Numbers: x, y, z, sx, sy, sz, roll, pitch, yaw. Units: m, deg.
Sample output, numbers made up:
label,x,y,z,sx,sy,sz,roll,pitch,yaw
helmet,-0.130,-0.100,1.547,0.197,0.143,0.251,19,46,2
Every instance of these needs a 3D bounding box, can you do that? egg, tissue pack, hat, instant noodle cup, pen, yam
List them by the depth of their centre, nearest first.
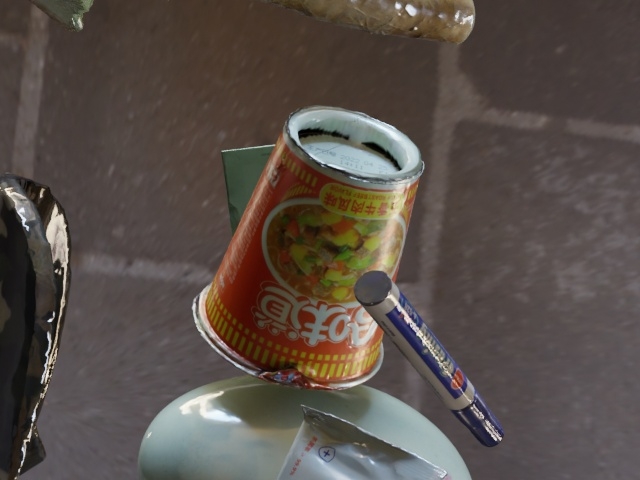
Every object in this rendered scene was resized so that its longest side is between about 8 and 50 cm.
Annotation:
label,x,y,z,sx,sy,sz,roll,pitch,yaw
pen,0.074,0.080,1.132,0.025,0.204,0.025,-16,52,21
tissue pack,-0.002,0.220,1.211,0.122,0.026,0.193,24,89,37
hat,-0.337,0.141,1.595,0.257,0.366,0.382,-9,97,-5
instant noodle cup,0.000,0.000,1.615,0.193,0.193,0.212,15,119,-7
yam,0.021,-0.228,1.625,0.299,0.066,0.066,9,83,-36
egg,-0.010,0.244,1.709,0.371,0.230,0.230,19,81,-35

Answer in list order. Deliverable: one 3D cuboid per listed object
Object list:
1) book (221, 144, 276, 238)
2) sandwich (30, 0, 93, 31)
label,x,y,z,sx,sy,sz,roll,pitch,yaw
book,-0.048,-0.035,1.907,0.103,0.017,0.135,-7,92,6
sandwich,-0.111,-0.170,0.670,0.220,0.108,0.186,-26,101,-37
